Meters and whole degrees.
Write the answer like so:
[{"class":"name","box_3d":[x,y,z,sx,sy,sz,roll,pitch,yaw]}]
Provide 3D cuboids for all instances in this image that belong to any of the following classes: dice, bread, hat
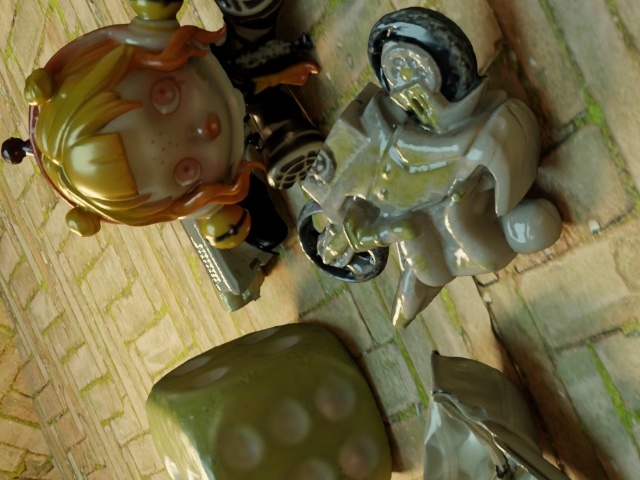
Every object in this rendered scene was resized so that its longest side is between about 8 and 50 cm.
[{"class":"dice","box_3d":[-0.067,0.246,1.907,0.233,0.238,0.227,2,116,66]},{"class":"bread","box_3d":[-0.129,-0.008,1.991,0.139,0.060,0.178,-74,-36,-75]},{"class":"hat","box_3d":[0.195,0.210,1.466,0.226,0.164,0.219,16,141,12]}]

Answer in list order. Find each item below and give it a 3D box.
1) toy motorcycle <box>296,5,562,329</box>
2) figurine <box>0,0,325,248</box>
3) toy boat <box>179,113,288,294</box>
[{"class":"toy motorcycle","box_3d":[0.099,-0.042,1.322,0.223,0.108,0.341,34,141,5]},{"class":"figurine","box_3d":[-0.167,-0.134,1.611,0.196,0.323,0.320,28,137,57]},{"class":"toy boat","box_3d":[-0.116,-0.072,1.838,0.141,0.140,0.270,35,144,54]}]
